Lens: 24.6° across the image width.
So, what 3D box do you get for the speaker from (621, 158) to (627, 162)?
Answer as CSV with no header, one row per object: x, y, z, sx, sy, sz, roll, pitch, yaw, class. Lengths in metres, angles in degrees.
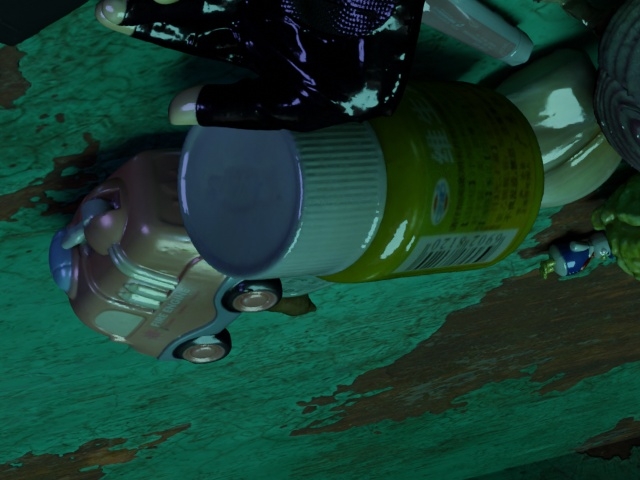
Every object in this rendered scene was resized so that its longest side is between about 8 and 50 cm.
0.346,-0.124,1.940,0.191,0.040,0.046,-6,156,-27,speaker

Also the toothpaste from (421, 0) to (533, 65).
0.157,-0.234,1.564,0.067,0.043,0.194,-31,148,31,toothpaste

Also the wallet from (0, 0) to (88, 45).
-0.223,-0.247,1.272,0.244,0.025,0.124,-28,155,23,wallet

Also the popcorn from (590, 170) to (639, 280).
0.503,-0.022,2.113,0.187,0.185,0.167,-19,176,-19,popcorn

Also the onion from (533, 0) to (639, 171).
0.423,-0.190,1.624,0.256,0.272,0.230,-28,167,11,onion

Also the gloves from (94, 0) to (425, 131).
-0.056,-0.190,1.350,0.301,0.197,0.152,7,-164,-11,gloves

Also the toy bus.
-0.184,0.012,1.686,0.232,0.194,0.287,8,147,-32,toy bus

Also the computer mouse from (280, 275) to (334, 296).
-0.001,-0.006,1.887,0.159,0.097,0.288,5,159,-44,computer mouse

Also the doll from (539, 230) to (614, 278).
0.409,0.019,2.292,0.143,0.058,0.099,-21,156,-8,doll

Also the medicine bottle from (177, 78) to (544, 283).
0.048,-0.064,1.572,0.384,0.224,0.224,-6,156,-47,medicine bottle

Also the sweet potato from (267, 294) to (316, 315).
-0.062,0.077,2.078,0.065,0.051,0.218,-27,155,14,sweet potato

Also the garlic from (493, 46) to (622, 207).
0.265,-0.113,1.786,0.228,0.110,0.217,-23,142,27,garlic
